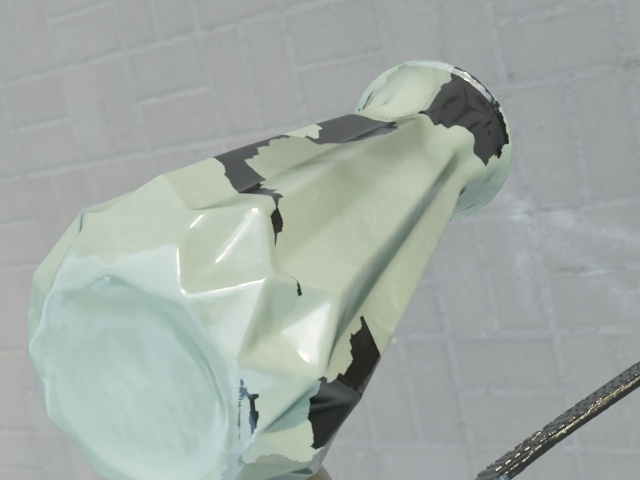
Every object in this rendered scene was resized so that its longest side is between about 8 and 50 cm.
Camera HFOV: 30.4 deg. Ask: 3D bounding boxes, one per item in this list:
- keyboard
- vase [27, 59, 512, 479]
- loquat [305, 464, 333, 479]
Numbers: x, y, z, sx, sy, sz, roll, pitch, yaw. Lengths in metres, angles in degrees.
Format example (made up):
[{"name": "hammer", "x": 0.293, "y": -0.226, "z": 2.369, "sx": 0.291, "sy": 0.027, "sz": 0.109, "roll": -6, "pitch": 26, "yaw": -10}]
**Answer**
[{"name": "keyboard", "x": 0.154, "y": 0.095, "z": 0.668, "sx": 0.010, "sy": 0.155, "sz": 0.053, "roll": 57, "pitch": 161, "yaw": 8}, {"name": "vase", "x": 0.000, "y": 0.000, "z": 0.649, "sx": 0.165, "sy": 0.360, "sz": 0.165, "roll": 11, "pitch": 116, "yaw": 23}, {"name": "loquat", "x": -0.052, "y": 0.186, "z": 0.706, "sx": 0.152, "sy": 0.195, "sz": 0.152, "roll": -2, "pitch": 107, "yaw": -8}]
